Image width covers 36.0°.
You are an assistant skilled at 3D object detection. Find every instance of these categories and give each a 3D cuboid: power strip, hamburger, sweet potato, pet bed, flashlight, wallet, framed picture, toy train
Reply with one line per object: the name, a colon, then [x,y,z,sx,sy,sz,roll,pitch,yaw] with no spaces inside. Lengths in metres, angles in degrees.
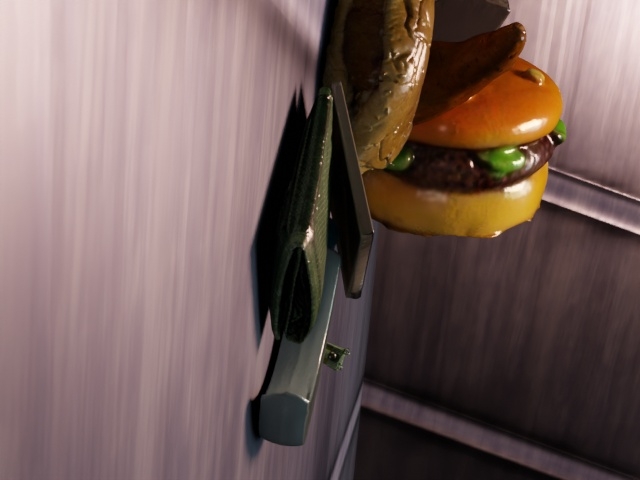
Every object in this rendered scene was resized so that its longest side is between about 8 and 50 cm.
power strip: [-0.022,0.121,1.107,0.167,0.054,0.253,99,2,-46]
hamburger: [0.243,-0.207,1.764,0.395,0.396,0.277,-74,169,-58]
sweet potato: [0.166,-0.239,1.459,0.112,0.359,0.112,25,55,-40]
pet bed: [0.166,-0.376,1.537,0.183,0.211,0.159,-50,-122,33]
flashlight: [0.000,0.000,1.231,0.129,0.051,0.051,75,23,-78]
hamburger: [0.077,-0.250,1.306,0.211,0.133,0.308,85,15,-81]
wallet: [-0.016,-0.029,1.026,0.160,0.055,0.236,97,-1,-47]
framed picture: [0.027,-0.049,1.176,0.260,0.023,0.188,93,-13,-71]
toy train: [0.015,0.178,1.548,0.093,0.056,0.038,51,63,-82]
